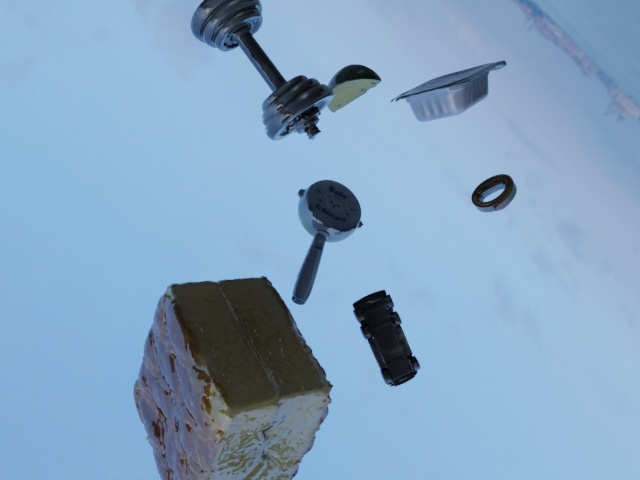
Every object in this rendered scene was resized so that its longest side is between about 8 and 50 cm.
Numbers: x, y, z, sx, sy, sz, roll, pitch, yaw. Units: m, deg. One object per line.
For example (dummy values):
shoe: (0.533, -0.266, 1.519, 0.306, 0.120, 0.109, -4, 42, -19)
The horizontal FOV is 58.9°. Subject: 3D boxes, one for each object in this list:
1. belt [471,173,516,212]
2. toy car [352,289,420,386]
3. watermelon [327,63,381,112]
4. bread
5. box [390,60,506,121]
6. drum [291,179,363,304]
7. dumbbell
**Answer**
belt: (0.324, -0.086, 1.056, 0.036, 0.083, 0.059, 32, -149, -56)
toy car: (0.112, 0.169, 0.987, 0.062, 0.071, 0.165, 166, 80, -85)
watermelon: (0.066, -0.410, 1.523, 0.092, 0.181, 0.075, 54, -136, -16)
bread: (-0.151, 0.243, 0.900, 0.207, 0.279, 0.279, 0, -140, -36)
box: (0.412, -0.461, 1.786, 0.337, 0.264, 0.106, -36, -66, -44)
drum: (-0.016, -0.013, 0.975, 0.130, 0.049, 0.253, 40, -130, -1)
dumbbell: (-0.130, -0.396, 1.261, 0.406, 0.179, 0.179, 53, -150, -1)
